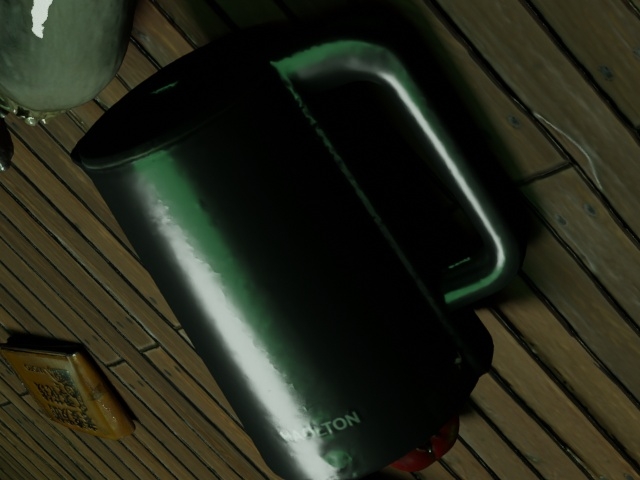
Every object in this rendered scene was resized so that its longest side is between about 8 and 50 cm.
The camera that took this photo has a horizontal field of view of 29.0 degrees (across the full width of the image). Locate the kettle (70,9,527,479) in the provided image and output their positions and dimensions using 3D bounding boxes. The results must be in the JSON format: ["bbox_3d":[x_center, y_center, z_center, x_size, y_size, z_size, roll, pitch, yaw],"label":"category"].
[{"bbox_3d":[-0.010,0.009,0.927,0.262,0.203,0.308,1,129,50],"label":"kettle"}]

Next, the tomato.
[{"bbox_3d":[0.082,0.168,1.146,0.087,0.087,0.075,46,177,-10],"label":"tomato"}]

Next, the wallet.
[{"bbox_3d":[-0.353,0.204,1.717,0.196,0.042,0.161,4,134,46],"label":"wallet"}]

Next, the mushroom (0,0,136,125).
[{"bbox_3d":[-0.217,-0.205,0.947,0.177,0.126,0.397,40,152,20],"label":"mushroom"}]

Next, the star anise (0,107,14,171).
[{"bbox_3d":[-0.373,-0.151,1.240,0.212,0.073,0.196,27,144,27],"label":"star anise"}]
